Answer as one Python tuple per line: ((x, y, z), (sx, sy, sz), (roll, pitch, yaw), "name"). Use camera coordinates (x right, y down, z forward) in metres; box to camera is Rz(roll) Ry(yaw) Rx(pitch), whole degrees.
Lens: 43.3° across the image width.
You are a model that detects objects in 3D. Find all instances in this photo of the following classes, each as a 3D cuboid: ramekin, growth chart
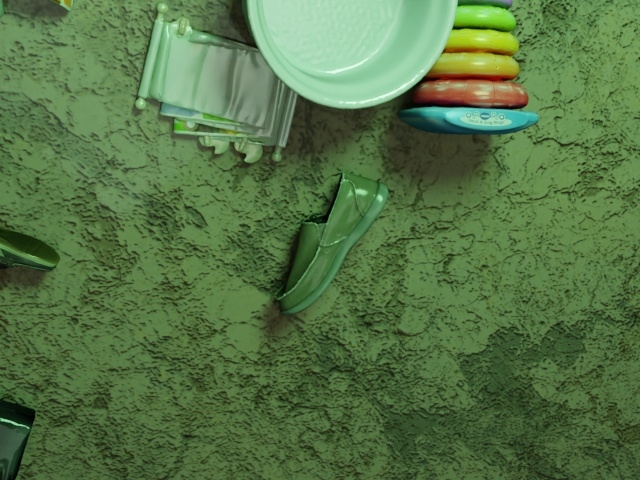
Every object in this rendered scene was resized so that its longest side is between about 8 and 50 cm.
((0.027, -0.321, 1.056), (0.277, 0.135, 0.277), (-5, 110, -15), "ramekin")
((-0.140, -0.209, 1.133), (0.237, 0.021, 0.172), (17, 107, -20), "growth chart")

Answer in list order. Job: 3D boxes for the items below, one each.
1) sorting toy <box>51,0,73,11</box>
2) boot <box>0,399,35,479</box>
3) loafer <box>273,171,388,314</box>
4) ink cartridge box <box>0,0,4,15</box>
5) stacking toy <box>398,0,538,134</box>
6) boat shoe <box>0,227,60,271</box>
((-0.350, -0.342, 1.022), (0.083, 0.045, 0.075), (14, 89, -19), "sorting toy")
((-0.692, 0.343, 1.172), (0.445, 0.146, 0.367), (23, 107, -26), "boot")
((0.000, 0.000, 1.226), (0.087, 0.094, 0.251), (34, 96, -12), "loafer")
((-0.447, -0.341, 0.983), (0.099, 0.056, 0.135), (-4, 112, -13), "ink cartridge box")
((0.214, -0.301, 1.130), (0.175, 0.166, 0.302), (2, 97, -10), "stacking toy")
((-0.446, 0.014, 1.136), (0.152, 0.056, 0.049), (22, 111, -11), "boat shoe")
